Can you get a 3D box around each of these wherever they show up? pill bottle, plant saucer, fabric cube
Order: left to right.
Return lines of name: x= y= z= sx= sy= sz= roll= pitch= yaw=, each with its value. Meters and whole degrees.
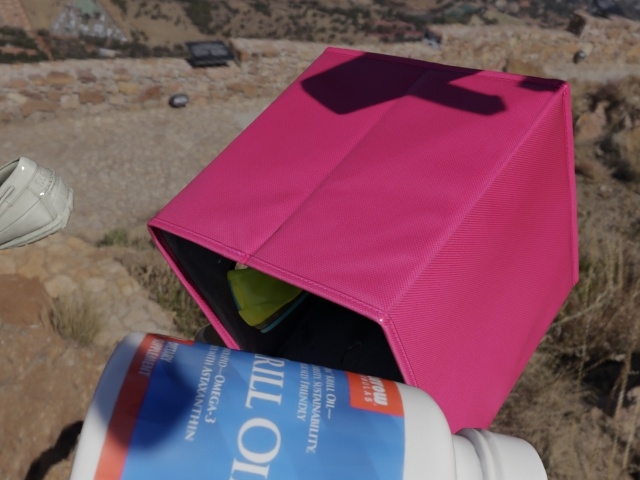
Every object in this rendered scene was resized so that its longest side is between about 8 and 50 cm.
plant saucer: x=-0.140 y=0.142 z=0.976 sx=0.083 sy=0.015 sz=0.083 roll=10 pitch=32 yaw=-6
pill bottle: x=-0.006 y=0.127 z=0.349 sx=0.221 sy=0.124 sz=0.124 roll=12 pitch=36 yaw=-6
fabric cube: x=0.056 y=0.012 z=0.616 sx=0.259 sy=0.254 sz=0.258 roll=20 pitch=59 yaw=37

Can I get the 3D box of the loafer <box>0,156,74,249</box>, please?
loafer: x=-0.479 y=-0.019 z=0.885 sx=0.319 sy=0.111 sz=0.112 roll=-25 pitch=46 yaw=8

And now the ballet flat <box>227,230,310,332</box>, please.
ballet flat: x=0.000 y=0.000 z=0.681 sx=0.231 sy=0.077 sz=0.077 roll=-37 pitch=90 yaw=-32
